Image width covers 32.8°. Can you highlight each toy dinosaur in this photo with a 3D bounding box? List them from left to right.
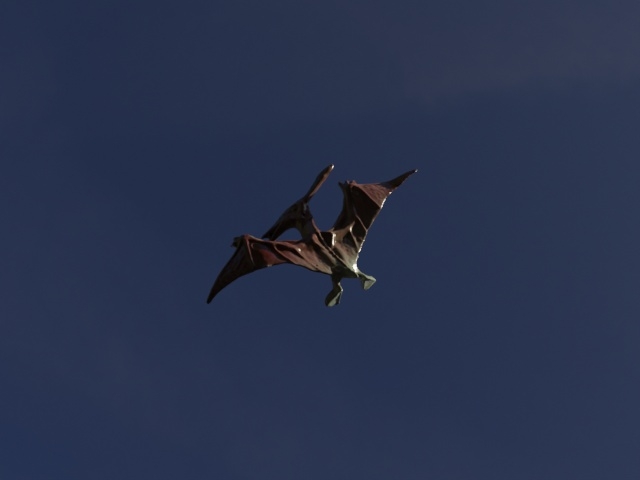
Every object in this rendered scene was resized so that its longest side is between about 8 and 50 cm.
[{"bbox_3d":[0.000,-0.001,0.893,0.220,0.108,0.032,-29,-30,-24],"label":"toy dinosaur"}]
